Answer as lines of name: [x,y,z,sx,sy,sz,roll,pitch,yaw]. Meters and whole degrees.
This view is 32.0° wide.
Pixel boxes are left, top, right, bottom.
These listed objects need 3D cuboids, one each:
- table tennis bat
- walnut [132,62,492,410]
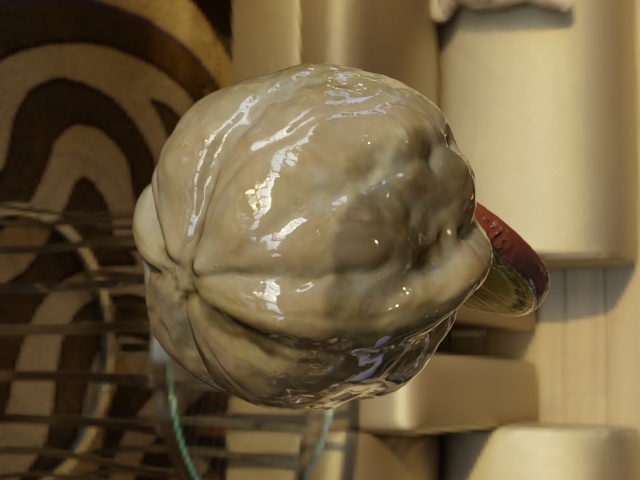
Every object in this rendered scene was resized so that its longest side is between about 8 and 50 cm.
table tennis bat: [0.043,-0.024,1.090,0.268,0.414,0.051,43,72,-40]
walnut: [0.000,0.000,0.668,0.224,0.224,0.224,8,80,-62]
